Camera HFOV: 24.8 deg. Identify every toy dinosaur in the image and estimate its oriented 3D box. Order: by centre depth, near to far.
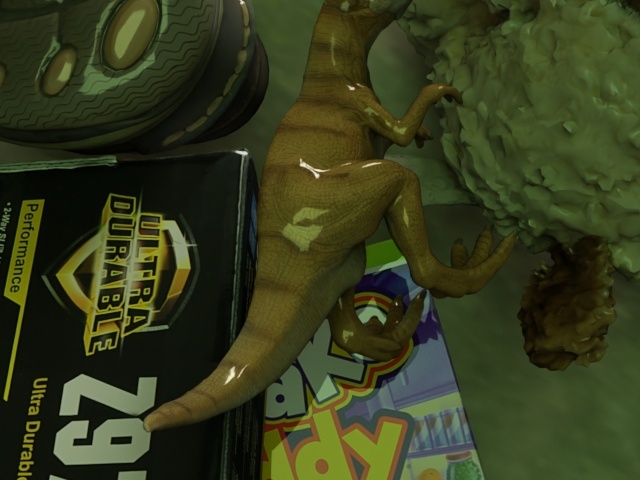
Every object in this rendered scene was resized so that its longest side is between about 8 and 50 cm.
[{"bbox_3d":[0.000,0.000,0.466,0.112,0.064,0.212,38,51,-29],"label":"toy dinosaur"}]

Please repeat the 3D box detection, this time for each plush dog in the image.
[{"bbox_3d":[0.135,-0.091,0.504,0.262,0.225,0.211,26,45,7],"label":"plush dog"}]

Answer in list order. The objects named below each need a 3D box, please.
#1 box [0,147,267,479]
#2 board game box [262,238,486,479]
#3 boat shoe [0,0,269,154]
[{"bbox_3d":[-0.149,0.120,0.433,0.257,0.079,0.322,-3,52,5],"label":"box"},{"bbox_3d":[-0.099,0.158,0.555,0.347,0.078,0.233,-16,78,-3],"label":"board game box"},{"bbox_3d":[-0.174,-0.111,0.590,0.355,0.130,0.132,28,87,27],"label":"boat shoe"}]
